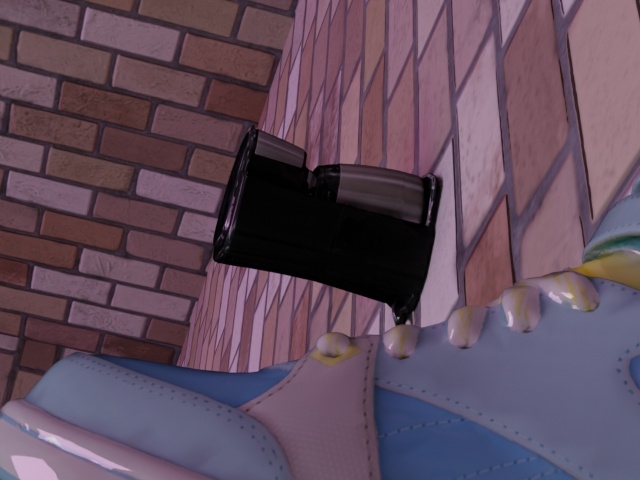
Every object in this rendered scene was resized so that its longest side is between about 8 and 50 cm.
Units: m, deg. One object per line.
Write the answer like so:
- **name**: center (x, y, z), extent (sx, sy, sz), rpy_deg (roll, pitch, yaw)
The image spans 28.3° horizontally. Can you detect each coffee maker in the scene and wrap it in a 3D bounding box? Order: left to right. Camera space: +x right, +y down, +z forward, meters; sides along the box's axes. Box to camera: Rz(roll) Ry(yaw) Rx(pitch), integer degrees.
- **coffee maker**: center (0.000, 0.000, 1.110), extent (0.120, 0.178, 0.171), rpy_deg (116, 164, -55)

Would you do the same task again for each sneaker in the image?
- **sneaker**: center (0.067, 0.039, 0.407), extent (0.127, 0.319, 0.208), rpy_deg (70, -144, -67)

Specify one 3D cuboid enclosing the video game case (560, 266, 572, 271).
- **video game case**: center (0.070, 0.147, 0.631), extent (0.285, 0.025, 0.204), rpy_deg (-40, -29, -63)
